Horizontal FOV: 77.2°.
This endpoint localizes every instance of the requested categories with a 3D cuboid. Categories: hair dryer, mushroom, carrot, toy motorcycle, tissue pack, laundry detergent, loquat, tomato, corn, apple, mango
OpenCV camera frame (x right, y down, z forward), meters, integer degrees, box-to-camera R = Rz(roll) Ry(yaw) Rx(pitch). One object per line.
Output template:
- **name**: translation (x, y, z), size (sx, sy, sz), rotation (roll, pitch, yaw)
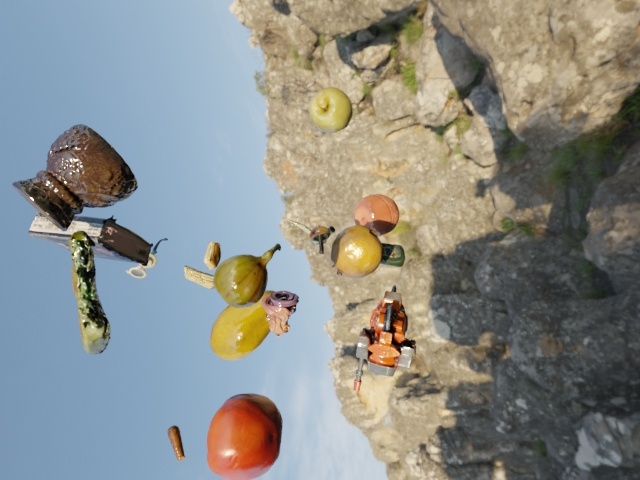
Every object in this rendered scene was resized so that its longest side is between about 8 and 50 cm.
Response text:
- **hair dryer**: translation (-0.028, -0.056, 1.809), size (0.199, 0.167, 0.067), rotation (43, -133, -28)
- **mushroom**: translation (-0.004, -0.005, 1.714), size (0.073, 0.088, 0.129), rotation (-134, 41, -60)
- **carrot**: translation (-0.655, 0.919, 1.824), size (0.161, 0.055, 0.055), rotation (50, 172, 42)
- **toy motorcycle**: translation (0.161, 0.239, 0.988), size (0.326, 0.148, 0.221), rotation (-19, -63, -76)
- **tissue pack**: translation (-0.861, -0.008, 1.518), size (0.259, 0.361, 0.122), rotation (55, -136, -62)
- **laundry detergent**: translation (0.284, 0.060, 1.911), size (0.144, 0.222, 0.078), rotation (-87, 6, -51)
- **loquat**: translation (0.156, 0.050, 1.719), size (0.193, 0.238, 0.238), rotation (-58, -46, -73)
- **tomato**: translation (-0.215, 0.579, 1.190), size (0.260, 0.180, 0.259), rotation (-6, -90, -66)
- **corn**: translation (-0.690, 0.213, 2.284), size (0.211, 0.087, 0.087), rotation (23, -138, -24)
- **apple**: translation (0.049, -0.550, 1.709), size (0.200, 0.200, 0.200), rotation (-13, -90, -77)
- **mango**: translation (-0.359, 0.407, 1.987), size (0.220, 0.445, 0.301), rotation (41, -163, -34)

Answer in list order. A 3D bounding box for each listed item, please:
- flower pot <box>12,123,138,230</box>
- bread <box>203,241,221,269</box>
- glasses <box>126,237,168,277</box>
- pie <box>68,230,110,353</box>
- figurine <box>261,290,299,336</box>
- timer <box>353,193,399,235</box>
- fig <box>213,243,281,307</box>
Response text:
- **flower pot**: translation (-0.768, -0.184, 1.256), size (0.267, 0.267, 0.266), rotation (-48, -45, -25)
- **bread**: translation (-0.426, 0.059, 1.598), size (0.072, 0.053, 0.106), rotation (84, -169, -51)
- **glasses**: translation (-0.820, 0.086, 1.970), size (0.088, 0.190, 0.220), rotation (44, -152, -6)
- **pie**: translation (-0.708, 0.160, 1.222), size (0.078, 0.296, 0.371), rotation (-8, -95, -35)
- **figurine**: translation (-0.141, 0.243, 1.335), size (0.114, 0.126, 0.157), rotation (9, -79, -61)
- **timer**: translation (0.300, -0.135, 2.151), size (0.215, 0.230, 0.229), rotation (-15, -87, -33)
- **fig**: translation (-0.194, 0.100, 1.098), size (0.148, 0.186, 0.142), rotation (21, -140, -60)
